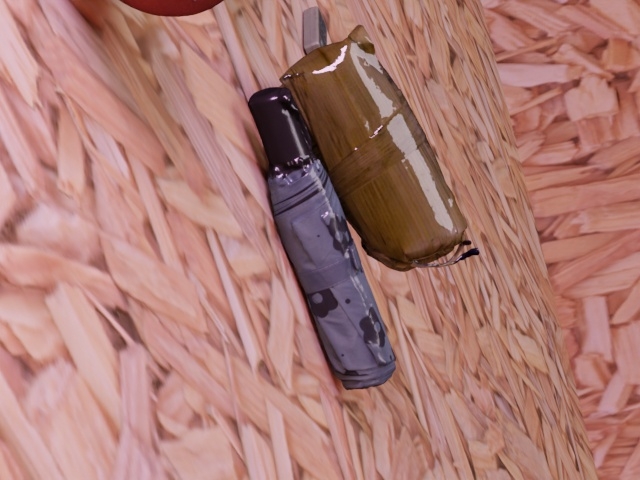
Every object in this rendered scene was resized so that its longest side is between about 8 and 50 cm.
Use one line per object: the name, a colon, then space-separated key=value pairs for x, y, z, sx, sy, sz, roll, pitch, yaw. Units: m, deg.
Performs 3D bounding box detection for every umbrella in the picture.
umbrella: x=-0.002 y=0.001 z=1.519 sx=0.052 sy=0.053 sz=0.250 roll=-91 pitch=160 yaw=-75

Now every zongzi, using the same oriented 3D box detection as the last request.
zongzi: x=0.034 y=-0.056 z=1.609 sx=0.205 sy=0.094 sz=0.204 roll=60 pitch=-12 yaw=-2

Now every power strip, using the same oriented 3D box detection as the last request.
power strip: x=-0.005 y=-0.189 z=1.842 sx=0.083 sy=0.017 sz=0.027 roll=-92 pitch=159 yaw=-54

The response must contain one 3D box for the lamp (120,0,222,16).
lamp: x=-0.107 y=-0.223 z=1.191 sx=0.182 sy=0.140 sz=0.182 roll=166 pitch=-90 yaw=-84
